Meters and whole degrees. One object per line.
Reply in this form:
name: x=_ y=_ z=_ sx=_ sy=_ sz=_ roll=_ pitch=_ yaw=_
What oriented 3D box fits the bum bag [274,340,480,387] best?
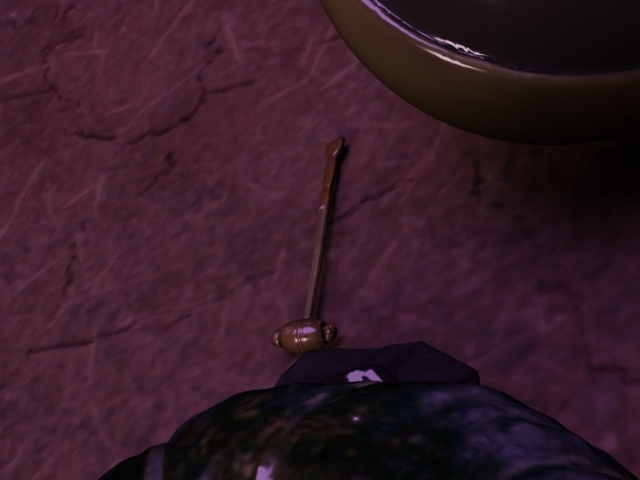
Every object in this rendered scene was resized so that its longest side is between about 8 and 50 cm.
bum bag: x=-0.017 y=0.110 z=0.667 sx=0.087 sy=0.049 sz=0.197 roll=14 pitch=61 yaw=39

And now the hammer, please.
hammer: x=0.000 y=0.000 z=0.792 sx=0.029 sy=0.014 sz=0.123 roll=-10 pitch=44 yaw=19

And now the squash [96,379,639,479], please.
squash: x=0.007 y=0.160 z=0.505 sx=0.252 sy=0.165 sz=0.252 roll=-18 pitch=44 yaw=19

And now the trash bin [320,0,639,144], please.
trash bin: x=0.111 y=-0.184 z=0.731 sx=0.214 sy=0.214 sz=0.334 roll=-4 pitch=44 yaw=35
